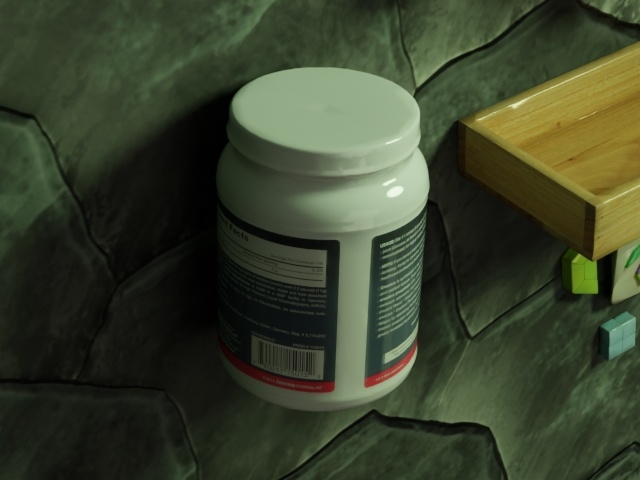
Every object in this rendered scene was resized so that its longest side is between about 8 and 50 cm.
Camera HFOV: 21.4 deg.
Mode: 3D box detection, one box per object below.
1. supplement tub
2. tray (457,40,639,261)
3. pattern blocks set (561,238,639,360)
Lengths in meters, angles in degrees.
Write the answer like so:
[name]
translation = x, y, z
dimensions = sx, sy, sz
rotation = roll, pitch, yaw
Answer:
[supplement tub]
translation = 0.000, 0.000, 1.538
dimensions = 0.191, 0.191, 0.272
rotation = -19, 127, -31
[tray]
translation = 0.365, -0.124, 1.762
dimensions = 0.411, 0.203, 0.076
rotation = -24, 130, -28
[pattern blocks set]
translation = 0.396, -0.020, 1.983
dimensions = 0.285, 0.026, 0.325
rotation = -34, 133, -20
